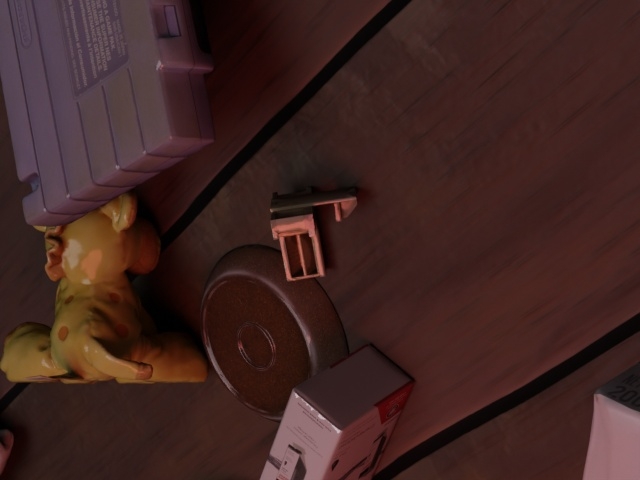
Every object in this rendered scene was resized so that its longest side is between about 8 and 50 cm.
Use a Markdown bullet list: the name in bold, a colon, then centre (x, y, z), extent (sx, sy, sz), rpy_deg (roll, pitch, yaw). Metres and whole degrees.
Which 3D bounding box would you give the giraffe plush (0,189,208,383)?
- **giraffe plush**: centre (-0.200, 0.040, 1.364), extent (0.181, 0.210, 0.170), rpy_deg (-1, 83, 12)

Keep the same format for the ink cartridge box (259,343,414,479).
- **ink cartridge box**: centre (0.010, 0.165, 1.257), extent (0.056, 0.099, 0.135), rpy_deg (38, 132, 23)

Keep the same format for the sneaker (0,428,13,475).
- **sneaker**: centre (-0.436, 0.158, 1.691), extent (0.297, 0.111, 0.129), rpy_deg (48, 118, 11)

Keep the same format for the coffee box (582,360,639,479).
- **coffee box**: centre (0.348, 0.220, 0.794), extent (0.337, 0.334, 0.338), rpy_deg (21, 120, 37)

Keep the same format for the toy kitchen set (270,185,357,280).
- **toy kitchen set**: centre (0.000, 0.000, 1.219), extent (0.068, 0.083, 0.075), rpy_deg (-9, 106, 2)

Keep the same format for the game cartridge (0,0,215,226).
- **game cartridge**: centre (-0.190, -0.212, 1.242), extent (0.230, 0.068, 0.355), rpy_deg (-22, 75, 42)

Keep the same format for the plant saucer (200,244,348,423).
- **plant saucer**: centre (-0.048, 0.088, 1.328), extent (0.168, 0.029, 0.168), rpy_deg (20, 122, 36)
